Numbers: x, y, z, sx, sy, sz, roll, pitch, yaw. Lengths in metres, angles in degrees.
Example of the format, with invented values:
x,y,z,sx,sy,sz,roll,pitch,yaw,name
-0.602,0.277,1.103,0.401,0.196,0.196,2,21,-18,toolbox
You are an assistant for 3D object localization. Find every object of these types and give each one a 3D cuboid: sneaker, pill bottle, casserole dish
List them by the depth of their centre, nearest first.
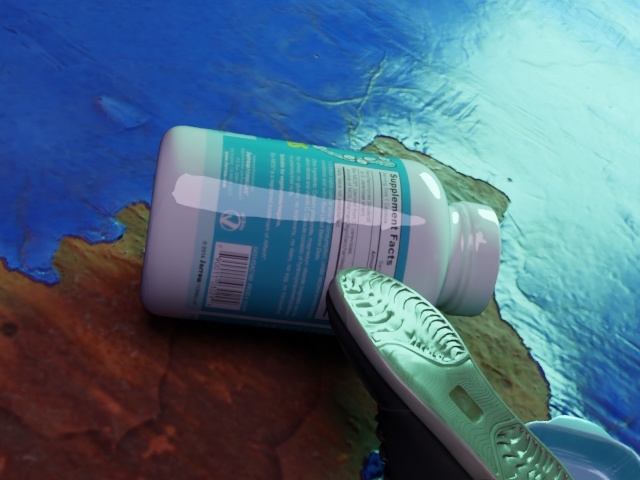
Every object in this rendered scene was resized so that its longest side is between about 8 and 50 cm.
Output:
x,y,z,sx,sy,sz,roll,pitch,yaw,name
0.058,0.130,0.582,0.083,0.118,0.222,-19,65,-49,sneaker
0.182,0.216,0.619,0.114,0.037,0.188,15,49,-4,casserole dish
0.000,0.000,0.673,0.264,0.146,0.146,8,50,-11,pill bottle

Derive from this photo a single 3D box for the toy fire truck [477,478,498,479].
x,y,z,sx,sy,sz,roll,pitch,yaw,name
0.096,0.270,0.389,0.302,0.169,0.254,37,18,17,toy fire truck
